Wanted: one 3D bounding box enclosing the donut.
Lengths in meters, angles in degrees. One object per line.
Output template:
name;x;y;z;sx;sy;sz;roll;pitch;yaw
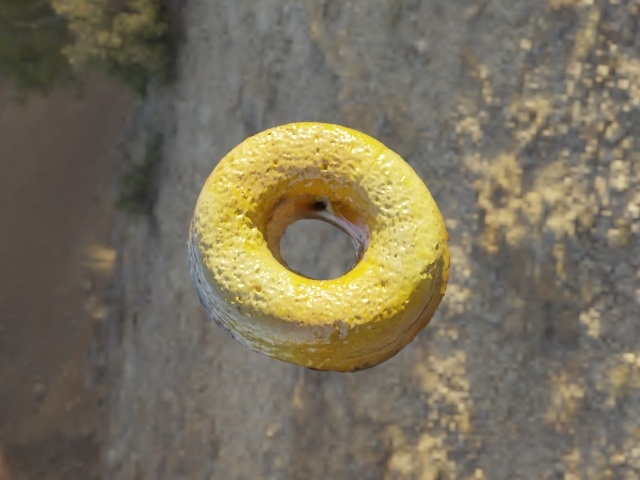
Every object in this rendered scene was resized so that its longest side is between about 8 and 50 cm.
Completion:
donut;0.000;0.000;0.781;0.058;0.152;0.152;89;180;-77
